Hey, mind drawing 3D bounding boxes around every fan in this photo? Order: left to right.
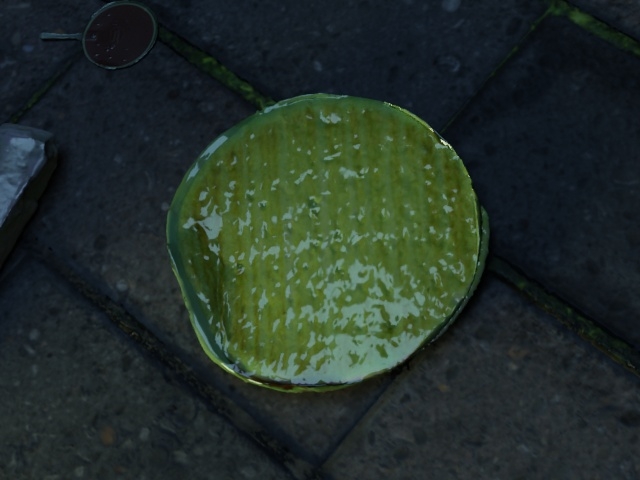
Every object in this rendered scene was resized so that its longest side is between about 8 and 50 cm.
[{"bbox_3d":[-0.232,-0.214,1.404,0.133,0.005,0.085,0,66,13],"label":"fan"}]

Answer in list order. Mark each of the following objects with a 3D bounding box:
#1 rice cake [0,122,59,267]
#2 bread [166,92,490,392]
[{"bbox_3d":[-0.358,0.045,1.283,0.072,0.056,0.365,21,72,17],"label":"rice cake"},{"bbox_3d":[0.005,-0.004,1.221,0.301,0.045,0.301,-5,66,11],"label":"bread"}]
